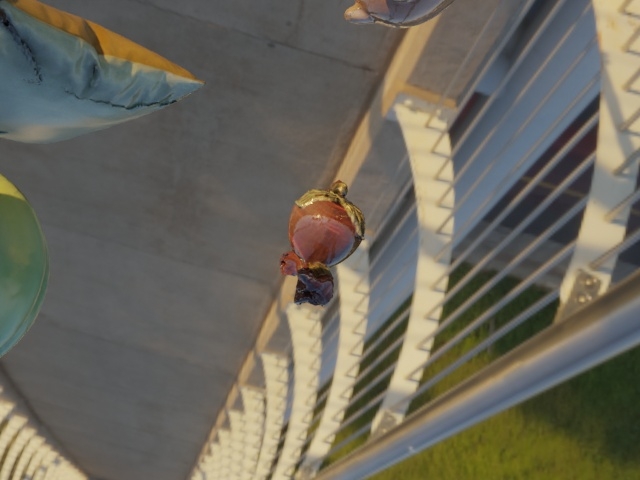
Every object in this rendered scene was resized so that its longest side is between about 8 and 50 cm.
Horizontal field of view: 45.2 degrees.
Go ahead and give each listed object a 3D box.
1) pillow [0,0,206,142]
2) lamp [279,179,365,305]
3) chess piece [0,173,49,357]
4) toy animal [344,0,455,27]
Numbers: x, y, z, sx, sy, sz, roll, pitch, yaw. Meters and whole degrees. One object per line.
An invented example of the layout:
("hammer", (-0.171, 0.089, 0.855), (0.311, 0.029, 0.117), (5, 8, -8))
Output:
("pillow", (-0.352, -0.196, 0.929), (0.310, 0.119, 0.312), (-11, 166, 32))
("lamp", (0.012, -0.001, 1.502), (0.151, 0.223, 0.215), (4, -162, -13))
("chess piece", (-0.281, -0.020, 0.460), (0.175, 0.176, 0.298), (12, 158, 2))
("toy animal", (0.130, -0.342, 0.904), (0.250, 0.154, 0.167), (-14, 100, 60))
